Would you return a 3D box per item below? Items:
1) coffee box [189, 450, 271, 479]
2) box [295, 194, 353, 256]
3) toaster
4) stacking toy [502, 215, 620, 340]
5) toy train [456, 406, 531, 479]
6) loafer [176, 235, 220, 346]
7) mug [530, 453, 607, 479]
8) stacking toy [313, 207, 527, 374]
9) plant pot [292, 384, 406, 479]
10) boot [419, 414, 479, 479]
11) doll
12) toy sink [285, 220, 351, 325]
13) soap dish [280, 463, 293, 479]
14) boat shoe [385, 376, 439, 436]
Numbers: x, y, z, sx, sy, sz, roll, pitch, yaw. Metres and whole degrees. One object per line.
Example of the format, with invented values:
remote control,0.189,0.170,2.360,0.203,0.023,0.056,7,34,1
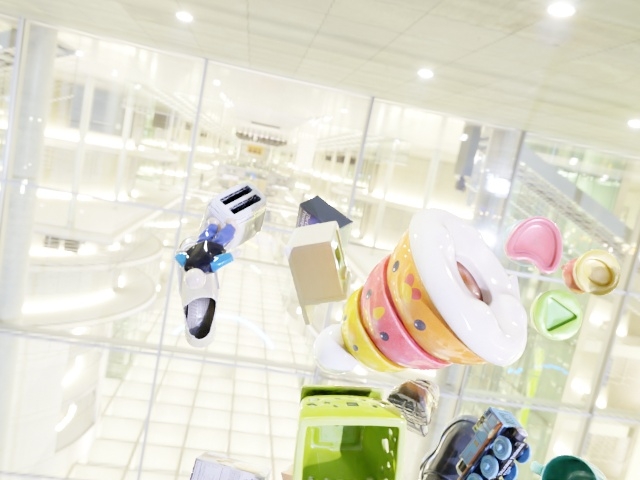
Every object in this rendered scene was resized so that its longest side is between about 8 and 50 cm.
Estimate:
coffee box,-0.304,0.807,1.818,0.246,0.098,0.141,12,168,7
box,0.000,0.000,1.919,0.184,0.261,0.103,36,-134,27
toaster,-0.248,-0.074,1.590,0.227,0.146,0.129,-31,-111,-37
stacking toy,0.602,0.103,1.449,0.309,0.280,0.130,33,175,0
toy train,0.333,0.422,1.047,0.080,0.184,0.105,20,-162,-23
loafer,-0.282,0.120,1.257,0.101,0.269,0.092,-6,177,-19
mug,0.579,0.554,1.219,0.097,0.129,0.158,32,-159,-35
stacking toy,0.166,0.185,1.177,0.350,0.480,0.351,33,-144,-29
plant pot,0.049,0.443,1.175,0.227,0.228,0.207,3,-169,-6
boot,0.375,0.802,1.628,0.146,0.367,0.445,27,-145,10
doll,-0.209,0.022,1.011,0.129,0.046,0.189,2,-145,12
toy sink,0.007,0.088,1.428,0.131,0.234,0.153,-9,-161,12
soap dish,0.033,0.758,1.554,0.229,0.291,0.118,-16,172,-42
boat shoe,0.252,0.418,1.410,0.122,0.120,0.324,26,157,21
